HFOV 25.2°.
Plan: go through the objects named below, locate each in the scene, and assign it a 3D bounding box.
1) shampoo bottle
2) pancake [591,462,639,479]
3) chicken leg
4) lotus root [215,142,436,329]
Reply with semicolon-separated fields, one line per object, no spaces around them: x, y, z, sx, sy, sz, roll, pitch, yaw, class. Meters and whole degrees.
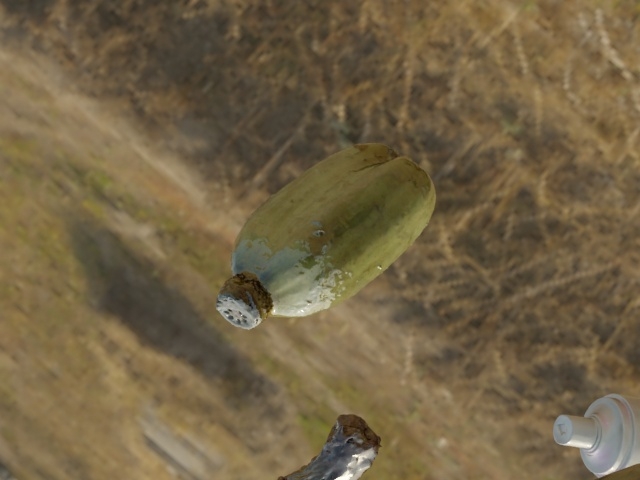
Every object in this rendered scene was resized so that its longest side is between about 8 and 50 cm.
0.371;0.211;1.445;0.303;0.092;0.092;10;168;-23;shampoo bottle
0.184;0.133;0.550;0.212;0.029;0.235;-12;144;26;pancake
-0.007;0.286;1.304;0.083;0.177;0.322;-104;-1;-49;chicken leg
0.000;0.001;0.994;0.090;0.183;0.077;29;149;40;lotus root
